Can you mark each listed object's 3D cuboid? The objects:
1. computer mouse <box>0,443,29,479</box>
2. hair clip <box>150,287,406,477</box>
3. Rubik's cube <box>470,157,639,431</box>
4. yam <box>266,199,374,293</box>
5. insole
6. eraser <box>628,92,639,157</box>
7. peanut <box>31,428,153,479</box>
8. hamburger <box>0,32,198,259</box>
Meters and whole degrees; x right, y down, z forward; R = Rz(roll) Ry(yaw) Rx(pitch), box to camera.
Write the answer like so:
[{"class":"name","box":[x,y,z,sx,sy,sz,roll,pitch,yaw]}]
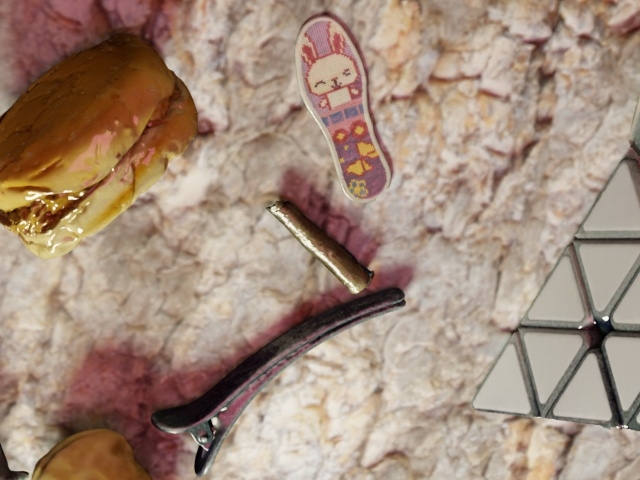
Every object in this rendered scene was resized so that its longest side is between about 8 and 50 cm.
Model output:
[{"class":"computer mouse","box":[-0.463,0.251,1.834,0.371,0.122,0.188,-12,117,-14]},{"class":"hair clip","box":[-0.036,0.124,1.911,0.275,0.048,0.083,-37,111,4]},{"class":"Rubik's cube","box":[0.320,0.105,1.923,0.228,0.233,0.228,-47,163,-30]},{"class":"yam","box":[0.000,0.000,1.876,0.033,0.027,0.129,-38,114,16]},{"class":"insole","box":[0.021,-0.122,1.842,0.065,0.004,0.197,-19,115,-4]},{"class":"eraser","box":[0.508,-0.093,1.906,0.404,0.098,0.096,9,111,-14]},{"class":"peanut","box":[-0.215,0.326,1.910,0.147,0.147,0.305,0,109,-12]},{"class":"hamburger","box":[-0.207,-0.085,1.705,0.214,0.213,0.108,-35,116,4]}]
